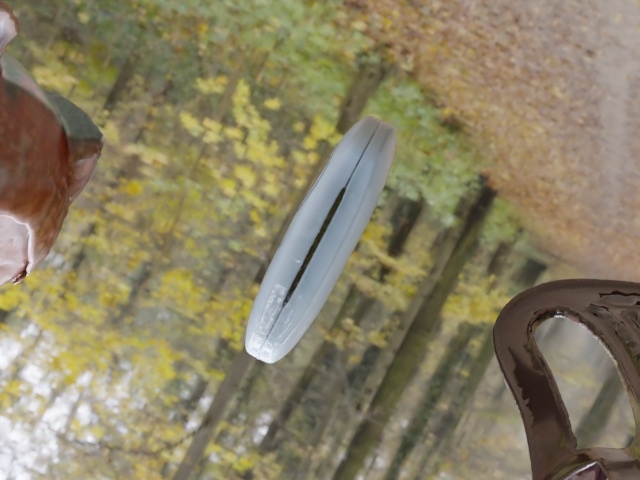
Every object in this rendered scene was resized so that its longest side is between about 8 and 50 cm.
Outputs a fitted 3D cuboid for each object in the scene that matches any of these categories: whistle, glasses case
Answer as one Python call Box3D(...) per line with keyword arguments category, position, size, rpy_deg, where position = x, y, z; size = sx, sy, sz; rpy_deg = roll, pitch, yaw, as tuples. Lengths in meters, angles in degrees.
Box3D(category="whistle", position=(-0.220, 0.006, 0.561), size=(0.142, 0.346, 0.133), rpy_deg=(-11, -120, -45))
Box3D(category="glasses case", position=(0.000, 0.000, 0.750), size=(0.045, 0.178, 0.067), rpy_deg=(28, -170, 3))

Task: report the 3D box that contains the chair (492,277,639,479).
Box3D(category="chair", position=(0.175, 0.149, 0.560), size=(0.176, 0.183, 0.326), rpy_deg=(6, -167, 3))
